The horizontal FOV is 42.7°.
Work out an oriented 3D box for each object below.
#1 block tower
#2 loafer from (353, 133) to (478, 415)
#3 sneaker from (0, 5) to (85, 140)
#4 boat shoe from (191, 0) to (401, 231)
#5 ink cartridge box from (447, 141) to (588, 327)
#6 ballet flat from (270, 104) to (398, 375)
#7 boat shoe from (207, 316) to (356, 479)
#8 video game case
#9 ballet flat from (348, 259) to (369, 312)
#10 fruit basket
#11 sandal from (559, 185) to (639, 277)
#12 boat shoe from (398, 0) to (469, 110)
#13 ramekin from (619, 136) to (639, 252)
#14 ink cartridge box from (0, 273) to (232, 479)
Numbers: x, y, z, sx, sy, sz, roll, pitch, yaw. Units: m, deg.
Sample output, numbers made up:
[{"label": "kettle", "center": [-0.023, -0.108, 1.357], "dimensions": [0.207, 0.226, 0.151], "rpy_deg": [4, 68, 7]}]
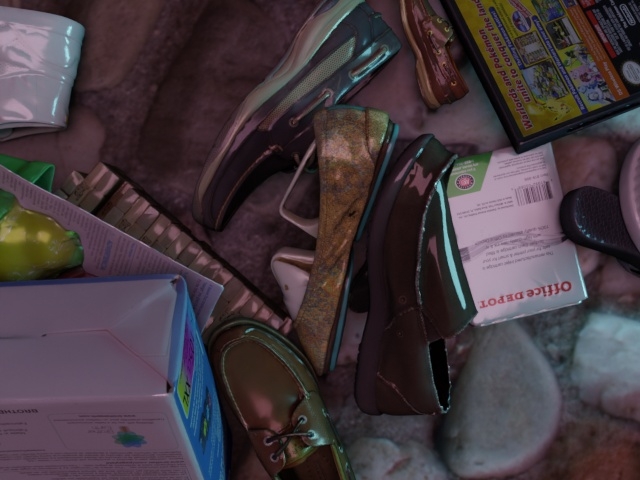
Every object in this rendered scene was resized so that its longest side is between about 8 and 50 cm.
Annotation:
[{"label": "block tower", "center": [-0.185, 0.033, 1.040], "dimensions": [0.335, 0.097, 0.091], "rpy_deg": [40, 91, 0]}, {"label": "loafer", "center": [0.130, 0.052, 0.975], "dimensions": [0.130, 0.134, 0.365], "rpy_deg": [13, 116, 19]}, {"label": "sneaker", "center": [-0.459, -0.211, 1.038], "dimensions": [0.293, 0.108, 0.169], "rpy_deg": [6, 87, 0]}, {"label": "boat shoe", "center": [-0.026, -0.148, 1.021], "dimensions": [0.130, 0.132, 0.355], "rpy_deg": [36, 91, 1]}, {"label": "ink cartridge box", "center": [0.232, -0.008, 1.037], "dimensions": [0.153, 0.087, 0.208], "rpy_deg": [-12, 88, 0]}, {"label": "ballet flat", "center": [0.000, 0.000, 0.992], "dimensions": [0.123, 0.123, 0.348], "rpy_deg": [14, 114, 1]}, {"label": "boat shoe", "center": [-0.030, 0.228, 0.979], "dimensions": [0.111, 0.104, 0.307], "rpy_deg": [-32, 112, 0]}, {"label": "video game case", "center": [0.305, -0.271, 1.023], "dimensions": [0.248, 0.035, 0.274], "rpy_deg": [-21, 71, 0]}, {"label": "ballet flat", "center": [0.090, 0.021, 1.069], "dimensions": [0.057, 0.049, 0.173], "rpy_deg": [31, 96, -22]}, {"label": "fruit basket", "center": [-0.307, 0.050, 0.971], "dimensions": [0.353, 0.327, 0.165], "rpy_deg": [24, 47, -5]}, {"label": "sandal", "center": [0.402, 0.001, 1.034], "dimensions": [0.255, 0.054, 0.097], "rpy_deg": [26, 68, -18]}, {"label": "boat shoe", "center": [0.145, -0.259, 1.046], "dimensions": [0.060, 0.064, 0.177], "rpy_deg": [-14, 95, 23]}, {"label": "ramekin", "center": [0.478, -0.056, 0.986], "dimensions": [0.207, 0.109, 0.207], "rpy_deg": [5, 77, -23]}, {"label": "ink cartridge box", "center": [-0.250, 0.219, 0.911], "dimensions": [0.270, 0.395, 0.151], "rpy_deg": [-2, 46, 3]}]
